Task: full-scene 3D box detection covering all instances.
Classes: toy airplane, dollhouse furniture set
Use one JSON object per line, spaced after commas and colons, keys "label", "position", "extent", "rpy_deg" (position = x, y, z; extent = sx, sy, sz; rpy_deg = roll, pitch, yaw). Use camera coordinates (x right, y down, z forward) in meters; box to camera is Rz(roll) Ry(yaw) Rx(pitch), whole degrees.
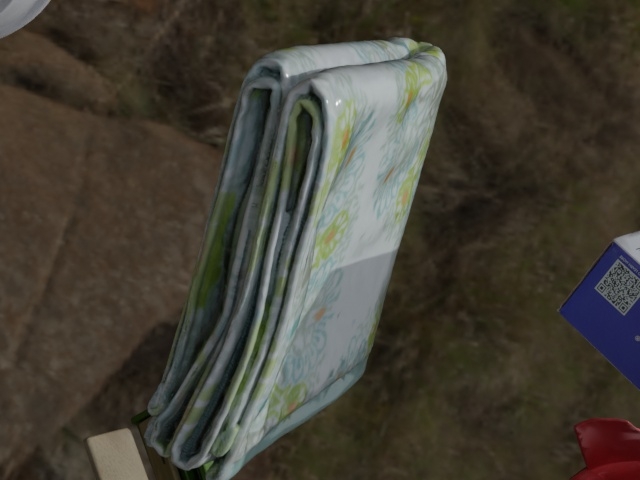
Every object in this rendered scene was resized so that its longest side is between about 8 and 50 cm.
{"label": "toy airplane", "position": [0.181, 0.109, 0.629], "extent": [0.151, 0.151, 0.028], "rpy_deg": [42, 28, -57]}
{"label": "dollhouse furniture set", "position": [-0.276, 0.309, 1.481], "extent": [0.197, 0.301, 0.151], "rpy_deg": [-7, 71, -48]}

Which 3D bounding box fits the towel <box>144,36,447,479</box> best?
{"label": "towel", "position": [0.000, 0.000, 1.025], "extent": [0.374, 0.090, 0.321], "rpy_deg": [-29, 139, -68]}

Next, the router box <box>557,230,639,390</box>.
{"label": "router box", "position": [0.402, 0.119, 1.043], "extent": [0.301, 0.335, 0.082], "rpy_deg": [-12, 142, -53]}

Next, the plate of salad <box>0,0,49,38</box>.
{"label": "plate of salad", "position": [-0.286, -0.217, 0.909], "extent": [0.200, 0.199, 0.048], "rpy_deg": [56, 19, -52]}
